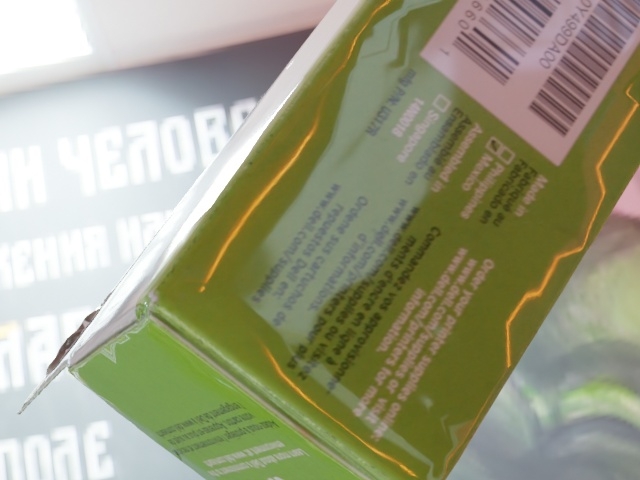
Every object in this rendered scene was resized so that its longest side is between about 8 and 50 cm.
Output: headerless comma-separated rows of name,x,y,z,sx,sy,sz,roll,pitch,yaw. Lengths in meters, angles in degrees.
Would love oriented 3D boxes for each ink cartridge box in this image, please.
ink cartridge box,0.000,0.000,0.550,0.097,0.188,0.255,38,-21,-7
